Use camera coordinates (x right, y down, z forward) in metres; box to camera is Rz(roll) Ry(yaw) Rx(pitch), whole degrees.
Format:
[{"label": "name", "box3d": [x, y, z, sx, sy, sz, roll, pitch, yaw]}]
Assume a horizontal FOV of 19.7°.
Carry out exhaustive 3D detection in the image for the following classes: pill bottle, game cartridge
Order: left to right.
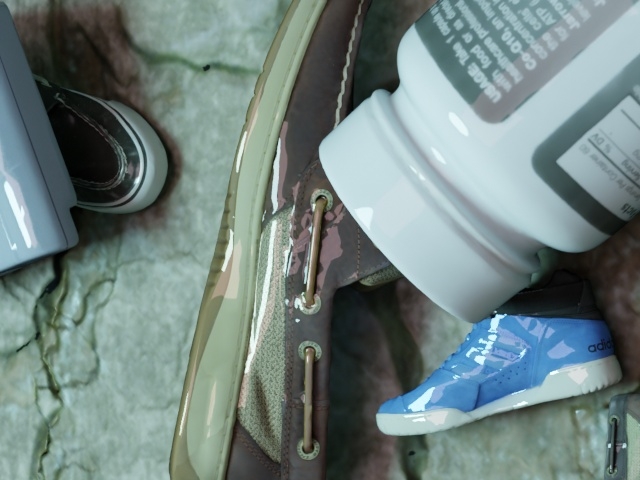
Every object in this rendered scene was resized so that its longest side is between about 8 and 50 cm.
[{"label": "game cartridge", "box3d": [-0.293, -0.051, 1.273, 0.294, 0.060, 0.196, -20, 86, 43]}, {"label": "pill bottle", "box3d": [0.145, -0.097, 0.995, 0.283, 0.161, 0.161, -42, 69, 14]}]

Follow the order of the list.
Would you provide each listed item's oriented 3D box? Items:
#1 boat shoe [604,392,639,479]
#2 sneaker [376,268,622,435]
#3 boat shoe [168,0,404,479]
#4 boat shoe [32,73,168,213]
[{"label": "boat shoe", "box3d": [0.180, 0.161, 1.049, 0.049, 0.056, 0.152, 4, 81, 35]}, {"label": "sneaker", "box3d": [0.097, 0.062, 1.092, 0.152, 0.058, 0.085, -17, 85, 24]}, {"label": "boat shoe", "box3d": [0.000, 0.000, 1.137, 0.123, 0.123, 0.342, 14, 87, 0]}, {"label": "boat shoe", "box3d": [-0.204, -0.078, 1.266, 0.219, 0.070, 0.078, 25, 101, 28]}]
